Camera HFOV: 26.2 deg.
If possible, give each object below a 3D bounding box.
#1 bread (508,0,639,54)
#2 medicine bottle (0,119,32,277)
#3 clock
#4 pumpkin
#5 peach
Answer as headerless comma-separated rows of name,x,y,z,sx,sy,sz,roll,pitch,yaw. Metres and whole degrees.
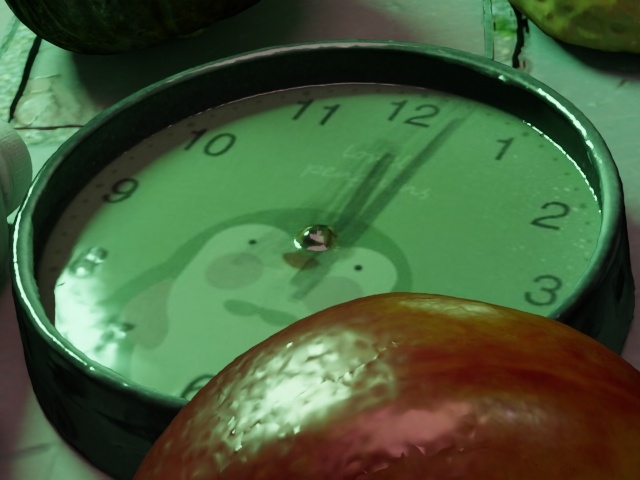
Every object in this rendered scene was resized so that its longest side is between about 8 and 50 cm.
bread,0.212,-0.231,0.891,0.244,0.134,0.244,-7,46,7
medicine bottle,-0.212,-0.017,0.707,0.069,0.119,0.183,-11,14,12
clock,-0.001,0.000,0.704,0.318,0.066,0.319,-5,38,4
pumpkin,-0.111,-0.205,0.907,0.223,0.157,0.224,-15,25,7
peach,0.022,0.106,0.474,0.197,0.197,0.197,-5,39,4
